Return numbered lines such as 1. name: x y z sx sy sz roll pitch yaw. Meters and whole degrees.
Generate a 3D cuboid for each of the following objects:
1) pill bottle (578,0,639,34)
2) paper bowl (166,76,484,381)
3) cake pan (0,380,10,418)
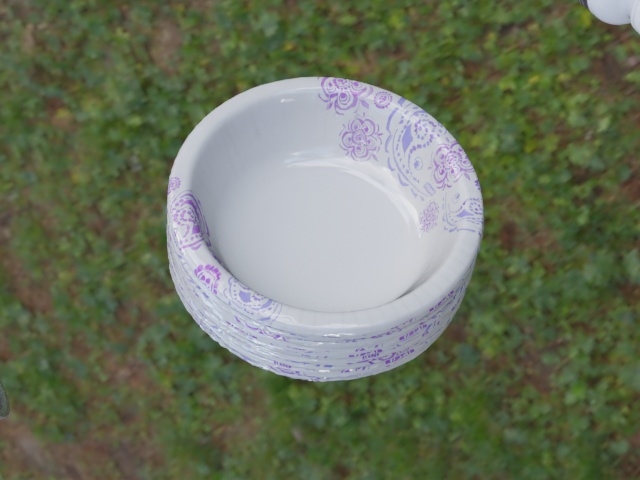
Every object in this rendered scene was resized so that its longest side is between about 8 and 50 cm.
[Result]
1. pill bottle: 0.241 -0.248 1.254 0.193 0.108 0.108 50 139 29
2. paper bowl: 0.000 0.000 1.391 0.284 0.284 0.148 41 150 20
3. cake pan: -0.423 0.076 1.519 0.293 0.054 0.293 53 177 4
